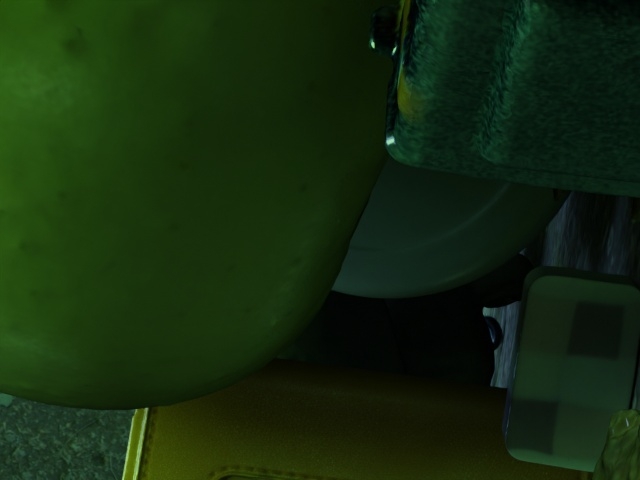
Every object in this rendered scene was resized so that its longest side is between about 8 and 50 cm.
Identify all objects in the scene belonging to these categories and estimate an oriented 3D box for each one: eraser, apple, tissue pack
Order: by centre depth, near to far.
[{"bbox_3d":[-0.135,-0.147,0.900,0.473,0.474,0.473,7,-90,-89],"label":"apple"},{"bbox_3d":[0.135,0.069,0.923,0.026,0.065,0.105,-86,5,-77],"label":"eraser"},{"bbox_3d":[0.019,0.176,1.031,0.145,0.275,0.194,98,178,-69],"label":"tissue pack"}]

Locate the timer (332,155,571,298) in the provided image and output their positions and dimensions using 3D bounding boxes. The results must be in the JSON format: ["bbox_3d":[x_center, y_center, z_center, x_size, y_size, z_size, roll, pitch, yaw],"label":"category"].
[{"bbox_3d":[0.089,-0.126,1.229,0.315,0.291,0.290,-21,-60,-66],"label":"timer"}]

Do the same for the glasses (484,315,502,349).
[{"bbox_3d":[0.122,0.131,1.777,0.207,0.102,0.239,-81,-3,-74],"label":"glasses"}]

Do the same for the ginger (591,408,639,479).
[{"bbox_3d":[0.114,0.119,0.633,0.290,0.084,0.122,94,176,-62],"label":"ginger"}]

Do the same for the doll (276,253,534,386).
[{"bbox_3d":[0.032,-0.014,1.409,0.378,0.252,0.382,66,-173,-66],"label":"doll"}]

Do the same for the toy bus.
[{"bbox_3d":[0.113,-0.166,0.574,0.323,0.162,0.194,99,177,-57],"label":"toy bus"}]

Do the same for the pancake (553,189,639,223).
[{"bbox_3d":[0.163,-0.131,0.885,0.212,0.056,0.257,101,177,-58],"label":"pancake"}]
